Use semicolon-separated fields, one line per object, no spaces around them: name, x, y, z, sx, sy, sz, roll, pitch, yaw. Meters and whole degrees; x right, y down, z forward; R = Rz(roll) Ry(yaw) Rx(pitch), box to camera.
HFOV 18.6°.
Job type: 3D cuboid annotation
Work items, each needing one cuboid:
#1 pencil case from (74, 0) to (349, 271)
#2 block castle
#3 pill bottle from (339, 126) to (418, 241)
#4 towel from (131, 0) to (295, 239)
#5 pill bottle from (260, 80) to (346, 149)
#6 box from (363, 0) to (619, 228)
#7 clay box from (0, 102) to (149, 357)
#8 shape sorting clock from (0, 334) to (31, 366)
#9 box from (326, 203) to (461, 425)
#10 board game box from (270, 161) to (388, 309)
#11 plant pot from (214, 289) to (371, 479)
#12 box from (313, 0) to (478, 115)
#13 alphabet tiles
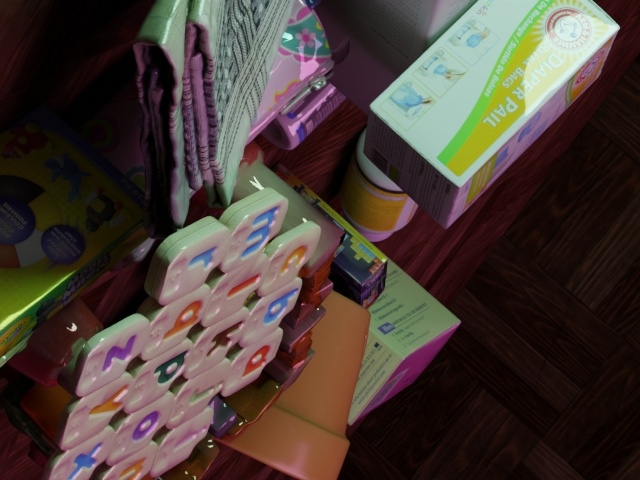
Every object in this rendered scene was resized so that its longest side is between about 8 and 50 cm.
pencil case;-0.108;-0.103;1.620;0.284;0.124;0.124;-44;168;-16
block castle;-0.158;0.087;1.857;0.303;0.213;0.453;-48;170;-17
pill bottle;0.080;-0.071;2.492;0.103;0.103;0.184;-43;168;-26
towel;-0.054;-0.183;1.401;0.312;0.056;0.324;98;11;-66
pill bottle;-0.008;-0.160;1.912;0.137;0.078;0.078;-45;168;-17
box;0.143;-0.127;1.657;0.203;0.103;0.114;-44;169;-14
clay box;-0.242;0.006;1.454;0.222;0.127;0.053;-41;166;-34
shape sorting clock;-0.302;0.096;1.513;0.206;0.040;0.206;-26;-163;9
box;0.019;0.085;2.426;0.117;0.243;0.213;-52;169;22
board game box;0.000;0.000;2.251;0.048;0.170;0.141;-46;168;-10
plant pot;-0.074;0.130;2.215;0.203;0.291;0.291;-64;170;-5
box;0.098;-0.266;1.718;0.215;0.168;0.345;-45;168;-17
alphabet tiles;-0.109;0.088;1.521;0.278;0.021;0.284;-29;148;-46
